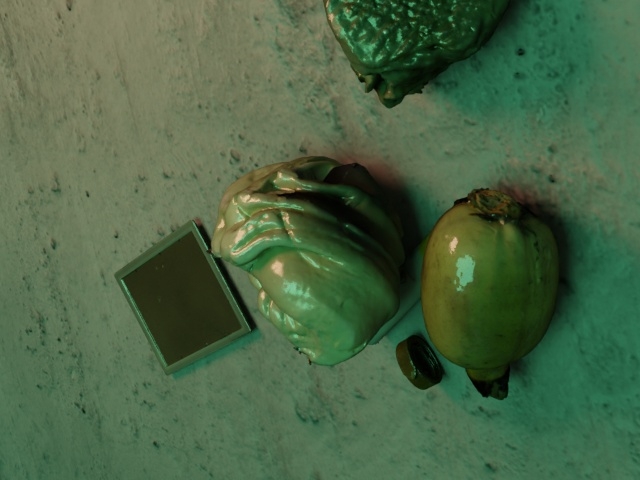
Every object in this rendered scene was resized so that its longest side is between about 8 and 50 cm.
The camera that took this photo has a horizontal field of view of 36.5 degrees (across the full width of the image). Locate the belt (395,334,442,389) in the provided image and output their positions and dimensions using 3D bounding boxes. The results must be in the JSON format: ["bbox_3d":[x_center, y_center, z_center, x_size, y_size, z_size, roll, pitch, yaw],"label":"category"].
[{"bbox_3d":[0.148,0.189,1.487,0.036,0.059,0.083,-37,84,42],"label":"belt"}]

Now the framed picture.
[{"bbox_3d":[-0.261,0.112,1.825,0.296,0.019,0.232,-29,88,44],"label":"framed picture"}]

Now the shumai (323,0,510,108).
[{"bbox_3d":[0.122,-0.317,1.256,0.261,0.222,0.225,-43,89,5],"label":"shumai"}]

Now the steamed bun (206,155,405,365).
[{"bbox_3d":[0.000,0.000,1.391,0.320,0.275,0.206,48,123,12],"label":"steamed bun"}]

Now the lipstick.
[{"bbox_3d":[0.131,0.065,1.451,0.059,0.059,0.264,49,131,13],"label":"lipstick"}]

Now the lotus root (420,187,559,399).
[{"bbox_3d":[0.224,0.087,1.303,0.183,0.183,0.309,19,125,33],"label":"lotus root"}]
